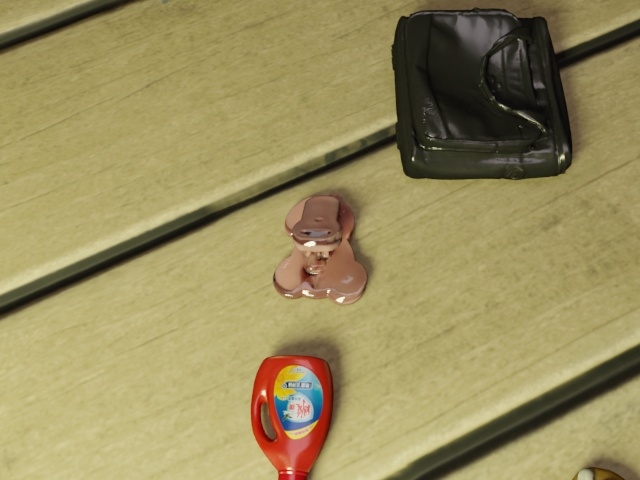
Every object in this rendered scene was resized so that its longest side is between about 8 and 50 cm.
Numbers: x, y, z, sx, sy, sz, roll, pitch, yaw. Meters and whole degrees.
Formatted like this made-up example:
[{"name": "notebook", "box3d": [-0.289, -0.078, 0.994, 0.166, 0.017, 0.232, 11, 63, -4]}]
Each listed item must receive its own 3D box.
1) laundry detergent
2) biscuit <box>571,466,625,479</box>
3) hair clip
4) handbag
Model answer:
[{"name": "laundry detergent", "box3d": [-0.036, 0.218, 0.853, 0.097, 0.049, 0.165, -1, 63, 10]}, {"name": "biscuit", "box3d": [0.294, 0.398, 0.745, 0.197, 0.049, 0.301, 28, 68, 18]}, {"name": "hair clip", "box3d": [0.000, 0.009, 0.971, 0.123, 0.102, 0.138, 1, 30, 1]}, {"name": "handbag", "box3d": [0.226, -0.214, 1.048, 0.244, 0.088, 0.275, 0, 61, -1]}]
